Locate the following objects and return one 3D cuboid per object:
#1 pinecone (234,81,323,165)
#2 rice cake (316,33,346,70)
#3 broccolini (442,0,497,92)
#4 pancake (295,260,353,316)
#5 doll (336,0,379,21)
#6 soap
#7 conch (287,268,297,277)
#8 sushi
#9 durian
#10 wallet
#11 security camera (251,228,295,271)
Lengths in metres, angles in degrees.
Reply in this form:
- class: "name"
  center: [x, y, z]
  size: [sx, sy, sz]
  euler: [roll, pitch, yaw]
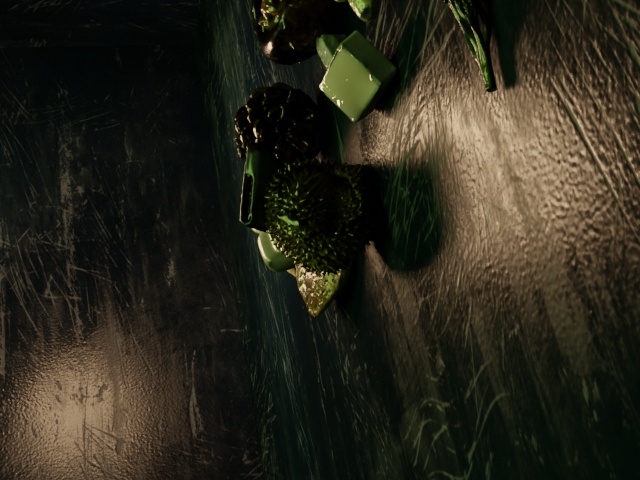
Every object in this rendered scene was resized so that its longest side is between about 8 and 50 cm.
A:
- class: "pinecone"
  center: [-0.098, -0.290, 2.300]
  size: [0.257, 0.243, 0.243]
  euler: [-24, 70, 59]
- class: "rice cake"
  center: [0.047, -0.402, 2.012]
  size: [0.206, 0.069, 0.063]
  euler: [-114, 26, -45]
- class: "broccolini"
  center: [0.243, -0.324, 1.367]
  size: [0.091, 0.068, 0.202]
  euler: [98, 149, -80]
- class: "pancake"
  center: [0.000, -0.001, 2.262]
  size: [0.387, 0.082, 0.387]
  euler: [-179, 90, -73]
- class: "doll"
  center: [0.077, -0.568, 1.798]
  size: [0.149, 0.175, 0.278]
  euler: [33, -148, -60]
- class: "soap"
  center: [0.074, -0.330, 1.827]
  size: [0.121, 0.064, 0.183]
  euler: [45, 157, 4]
- class: "conch"
  center: [-0.094, 0.038, 2.611]
  size: [0.104, 0.094, 0.176]
  euler: [-46, 44, 22]
- class: "sushi"
  center: [-0.063, -0.532, 2.118]
  size: [0.204, 0.213, 0.200]
  euler: [-13, 102, 58]
- class: "durian"
  center: [-0.001, -0.063, 1.967]
  size: [0.258, 0.258, 0.293]
  euler: [107, 160, -53]
- class: "wallet"
  center: [-0.107, -0.102, 2.111]
  size: [0.379, 0.046, 0.190]
  euler: [24, -113, -74]
- class: "security camera"
  center: [-0.121, -0.038, 2.555]
  size: [0.080, 0.157, 0.301]
  euler: [68, 179, -46]
